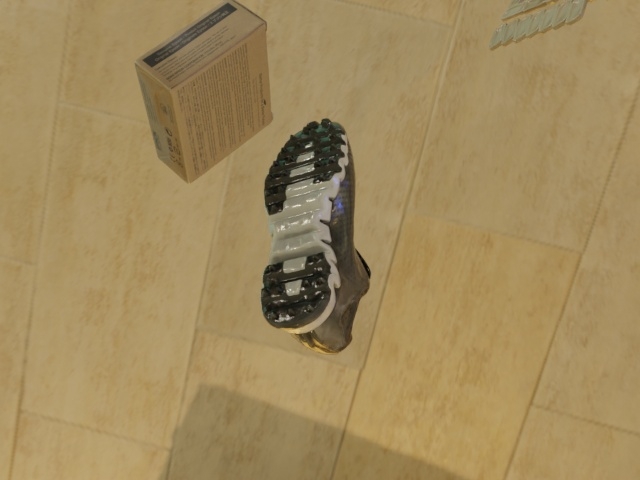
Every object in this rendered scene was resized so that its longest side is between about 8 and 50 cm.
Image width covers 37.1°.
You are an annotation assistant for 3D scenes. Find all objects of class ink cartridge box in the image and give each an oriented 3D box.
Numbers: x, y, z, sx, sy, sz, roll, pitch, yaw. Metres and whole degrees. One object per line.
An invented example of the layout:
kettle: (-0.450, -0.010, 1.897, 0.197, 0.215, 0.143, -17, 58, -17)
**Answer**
ink cartridge box: (-0.175, -0.230, 1.492, 0.088, 0.193, 0.234, 39, 154, 23)

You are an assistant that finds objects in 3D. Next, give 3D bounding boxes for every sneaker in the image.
sneaker: (0.000, 0.000, 0.841, 0.078, 0.234, 0.106, -12, 140, 20)

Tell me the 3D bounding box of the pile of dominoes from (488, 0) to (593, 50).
pile of dominoes: (0.382, -0.382, 1.523, 0.040, 0.251, 0.196, 40, 72, -19)
